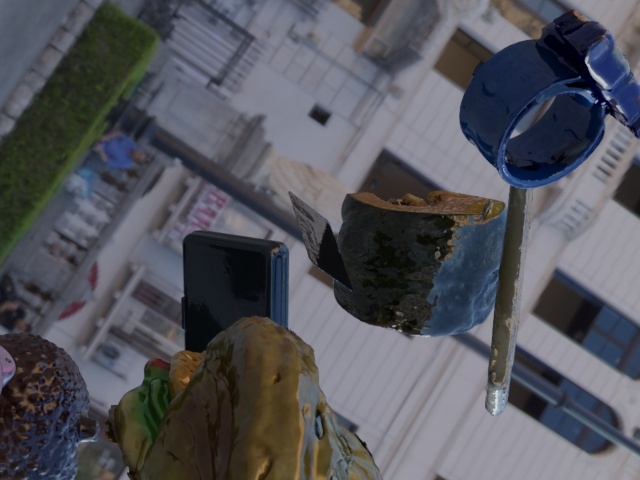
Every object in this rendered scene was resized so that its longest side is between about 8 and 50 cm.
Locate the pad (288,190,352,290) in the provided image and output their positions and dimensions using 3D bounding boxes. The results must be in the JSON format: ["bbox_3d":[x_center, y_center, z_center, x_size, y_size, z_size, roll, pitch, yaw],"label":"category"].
[{"bbox_3d":[0.000,0.000,1.440,0.003,0.112,0.157,-36,-134,19],"label":"pad"}]

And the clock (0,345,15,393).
[{"bbox_3d":[-0.463,0.121,1.023,0.090,0.248,0.227,-45,-163,16],"label":"clock"}]

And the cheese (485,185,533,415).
[{"bbox_3d":[0.255,0.041,1.254,0.085,0.034,0.400,79,21,-50],"label":"cheese"}]

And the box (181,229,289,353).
[{"bbox_3d":[-0.115,0.106,1.280,0.050,0.160,0.230,-20,114,-57],"label":"box"}]

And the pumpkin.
[{"bbox_3d":[0.178,0.033,1.662,0.256,0.303,0.226,-142,-130,-60],"label":"pumpkin"}]

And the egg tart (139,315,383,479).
[{"bbox_3d":[-0.061,0.249,0.707,0.388,0.169,0.388,-55,-155,40],"label":"egg tart"}]

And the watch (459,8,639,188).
[{"bbox_3d":[0.274,-0.166,1.149,0.200,0.196,0.171,-42,-141,13],"label":"watch"}]

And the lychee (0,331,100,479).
[{"bbox_3d":[-0.438,0.252,1.319,0.261,0.260,0.260,-53,-168,17],"label":"lychee"}]

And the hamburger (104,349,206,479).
[{"bbox_3d":[-0.109,0.211,1.014,0.149,0.237,0.237,-42,-168,1],"label":"hamburger"}]
